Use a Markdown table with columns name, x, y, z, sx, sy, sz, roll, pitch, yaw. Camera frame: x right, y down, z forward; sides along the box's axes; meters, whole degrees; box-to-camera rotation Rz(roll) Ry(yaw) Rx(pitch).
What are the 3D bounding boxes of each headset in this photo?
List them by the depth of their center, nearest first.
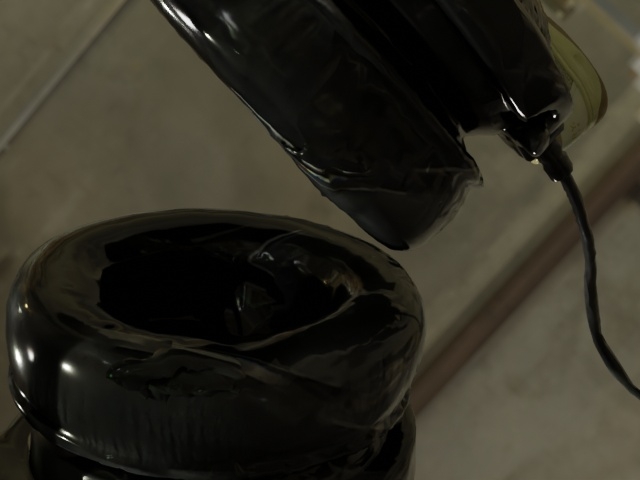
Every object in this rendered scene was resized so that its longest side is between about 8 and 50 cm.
| name | x | y | z | sx | sy | sz | roll | pitch | yaw |
| --- | --- | --- | --- | --- | --- | --- | --- | --- | --- |
| headset | 0.000 | 0.000 | 0.522 | 0.394 | 0.243 | 0.185 | 15 | -164 | -25 |

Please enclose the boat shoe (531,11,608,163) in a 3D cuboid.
| name | x | y | z | sx | sy | sz | roll | pitch | yaw |
| --- | --- | --- | --- | --- | --- | --- | --- | --- | --- |
| boat shoe | 0.074 | -0.106 | 0.895 | 0.153 | 0.048 | 0.056 | 51 | 152 | 2 |
